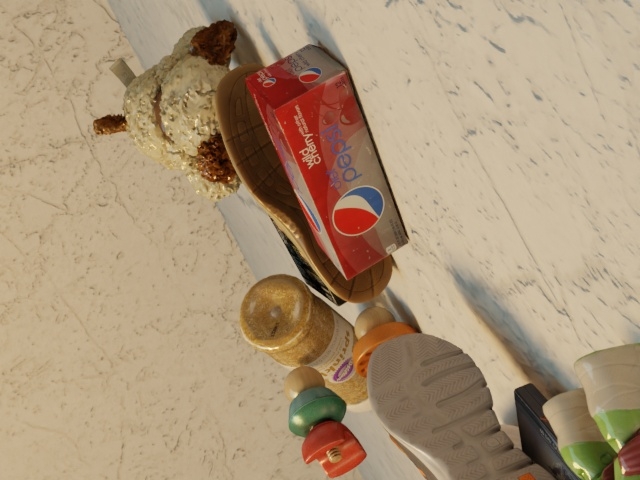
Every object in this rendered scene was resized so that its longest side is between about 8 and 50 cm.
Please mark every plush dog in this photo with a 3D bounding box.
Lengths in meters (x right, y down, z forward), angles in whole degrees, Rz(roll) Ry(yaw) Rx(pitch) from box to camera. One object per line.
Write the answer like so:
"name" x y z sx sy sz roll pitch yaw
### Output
"plush dog" -0.187 -0.188 1.641 0.225 0.211 0.262 -9 87 58

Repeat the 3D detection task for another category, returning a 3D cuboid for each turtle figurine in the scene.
"turtle figurine" 0.270 0.208 0.802 0.198 0.275 0.266 33 -141 -56

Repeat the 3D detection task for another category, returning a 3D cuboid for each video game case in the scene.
"video game case" 0.254 0.297 1.120 0.196 0.026 0.274 -127 19 -56

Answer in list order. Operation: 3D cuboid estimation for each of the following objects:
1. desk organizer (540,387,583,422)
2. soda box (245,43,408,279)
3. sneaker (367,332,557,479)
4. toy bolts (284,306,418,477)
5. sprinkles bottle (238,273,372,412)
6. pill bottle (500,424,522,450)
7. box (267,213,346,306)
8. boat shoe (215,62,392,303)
"desk organizer" 0.236 0.159 0.985 0.047 0.050 0.130 59 171 1
"soda box" 0.011 -0.084 1.303 0.083 0.092 0.263 51 168 49
"sneaker" 0.142 0.247 1.190 0.321 0.125 0.180 -121 16 -47
"toy bolts" 0.063 0.219 1.655 0.218 0.228 0.158 52 -171 -53
"sprinkles bottle" 0.001 0.166 1.802 0.121 0.121 0.355 54 -174 33
"pill bottle" 0.206 0.286 1.371 0.112 0.112 0.186 57 171 15
"box" 0.000 0.000 1.687 0.147 0.077 0.180 61 171 -14
"boat shoe" -0.032 -0.071 1.517 0.342 0.123 0.123 55 171 -11
